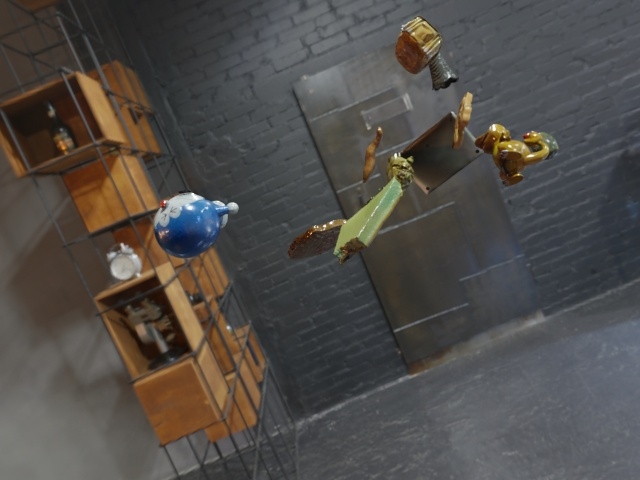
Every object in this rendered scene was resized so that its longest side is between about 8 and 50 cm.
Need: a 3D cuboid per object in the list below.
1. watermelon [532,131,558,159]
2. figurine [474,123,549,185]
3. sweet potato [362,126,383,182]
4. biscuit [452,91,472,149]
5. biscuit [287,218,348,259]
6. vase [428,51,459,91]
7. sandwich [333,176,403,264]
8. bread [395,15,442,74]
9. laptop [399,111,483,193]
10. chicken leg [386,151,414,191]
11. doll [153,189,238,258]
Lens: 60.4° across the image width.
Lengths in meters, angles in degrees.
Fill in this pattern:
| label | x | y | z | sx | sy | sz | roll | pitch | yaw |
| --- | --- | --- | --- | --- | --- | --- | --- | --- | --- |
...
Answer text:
| label | x | y | z | sx | sy | sz | roll | pitch | yaw |
| --- | --- | --- | --- | --- | --- | --- | --- | --- | --- |
| watermelon | 0.746 | -0.315 | 1.833 | 0.078 | 0.078 | 0.111 | -21 | 47 | 12 |
| figurine | 0.418 | -0.206 | 1.195 | 0.122 | 0.121 | 0.176 | -20 | 36 | 2 |
| sweet potato | 0.160 | -0.268 | 1.729 | 0.044 | 0.179 | 0.044 | 16 | 6 | -2 |
| biscuit | 0.450 | -0.390 | 1.741 | 0.040 | 0.144 | 0.236 | 18 | 37 | 1 |
| biscuit | 0.001 | 0.002 | 2.225 | 0.257 | 0.049 | 0.273 | -11 | -23 | -31 |
| vase | 0.452 | -0.722 | 2.173 | 0.115 | 0.238 | 0.115 | -20 | -5 | -2 |
| sandwich | 0.145 | -0.049 | 1.619 | 0.245 | 0.063 | 0.212 | -45 | 14 | 29 |
| bread | 0.330 | -0.662 | 1.893 | 0.107 | 0.136 | 0.241 | -44 | 0 | 0 |
| laptop | 0.417 | -0.302 | 1.938 | 0.269 | 0.188 | 0.015 | -38 | 9 | 33 |
| chicken leg | 0.271 | -0.249 | 1.881 | 0.088 | 0.103 | 0.228 | 6 | 38 | 0 |
| doll | -0.321 | -0.054 | 1.396 | 0.215 | 0.161 | 0.257 | -22 | 11 | 4 |
